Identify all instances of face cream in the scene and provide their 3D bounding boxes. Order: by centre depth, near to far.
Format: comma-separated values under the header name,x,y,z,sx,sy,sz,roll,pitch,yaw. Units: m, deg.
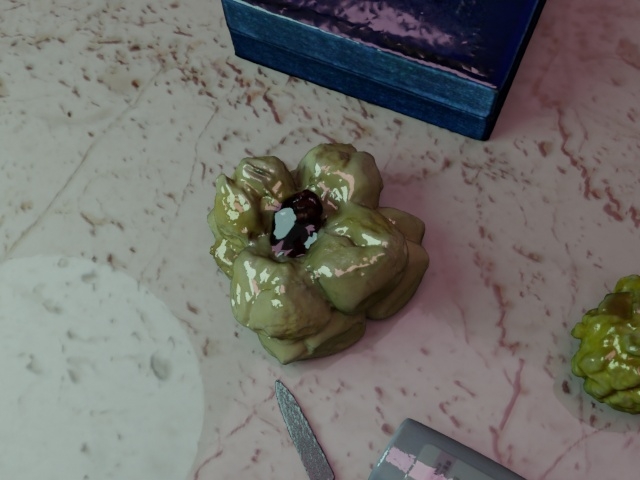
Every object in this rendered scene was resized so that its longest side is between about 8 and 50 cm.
name,x,y,z,sx,sy,sz,roll,pitch,yaw
face cream,0.135,0.220,0.658,0.198,0.057,0.084,29,74,15

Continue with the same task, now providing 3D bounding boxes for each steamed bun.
name,x,y,z,sx,sy,sz,roll,pitch,yaw
steamed bun,0.000,0.000,0.731,0.193,0.106,0.177,-18,70,-5

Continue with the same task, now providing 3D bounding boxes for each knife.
name,x,y,z,sx,sy,sz,roll,pitch,yaw
knife,-0.003,0.192,0.705,0.023,0.010,0.170,-25,67,-5

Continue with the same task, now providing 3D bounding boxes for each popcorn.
name,x,y,z,sx,sy,sz,roll,pitch,yaw
popcorn,0.265,0.083,0.679,0.121,0.106,0.116,-7,77,1

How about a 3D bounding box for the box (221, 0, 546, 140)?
name,x,y,z,sx,sy,sz,roll,pitch,yaw
box,0.085,-0.271,0.833,0.279,0.116,0.261,21,71,10
